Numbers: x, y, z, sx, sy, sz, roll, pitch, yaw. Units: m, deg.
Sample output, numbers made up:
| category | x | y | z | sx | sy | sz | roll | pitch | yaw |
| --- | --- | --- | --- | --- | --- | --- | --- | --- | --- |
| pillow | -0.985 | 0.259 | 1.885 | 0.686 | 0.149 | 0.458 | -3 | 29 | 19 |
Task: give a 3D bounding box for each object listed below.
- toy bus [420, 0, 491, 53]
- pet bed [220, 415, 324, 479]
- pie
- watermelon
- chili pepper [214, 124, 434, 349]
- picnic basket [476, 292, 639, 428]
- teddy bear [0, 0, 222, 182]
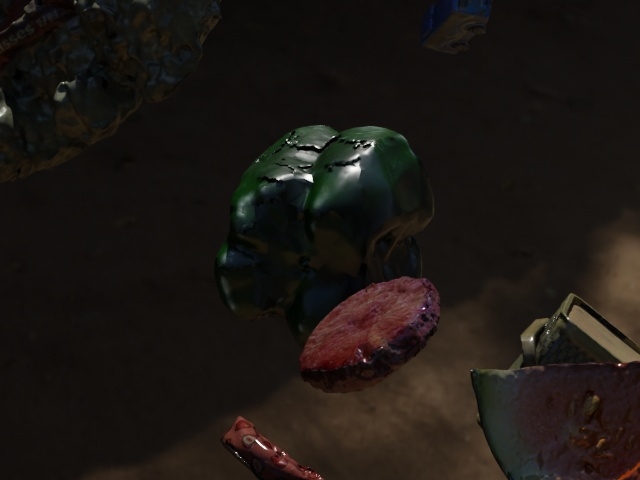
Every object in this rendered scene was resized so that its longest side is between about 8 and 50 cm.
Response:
| category | x | y | z | sx | sy | sz | roll | pitch | yaw |
| --- | --- | --- | --- | --- | --- | --- | --- | --- | --- |
| toy bus | 0.159 | -0.260 | 1.681 | 0.061 | 0.051 | 0.153 | 11 | -11 | -11 |
| pet bed | -0.046 | 0.303 | 1.859 | 0.201 | 0.053 | 0.201 | 39 | -3 | 2 |
| pie | 0.045 | 0.086 | 1.307 | 0.154 | 0.036 | 0.154 | -30 | 19 | 11 |
| watermelon | 0.197 | 0.151 | 0.940 | 0.193 | 0.137 | 0.145 | 4 | 75 | -28 |
| chili pepper | 0.000 | 0.000 | 1.631 | 0.233 | 0.248 | 0.257 | 5 | 16 | 19 |
| picnic basket | 0.293 | 0.186 | 1.433 | 0.267 | 0.139 | 0.165 | 39 | 13 | 6 |
| teddy bear | -0.249 | -0.253 | 1.612 | 0.224 | 0.367 | 0.357 | 25 | 52 | -34 |
